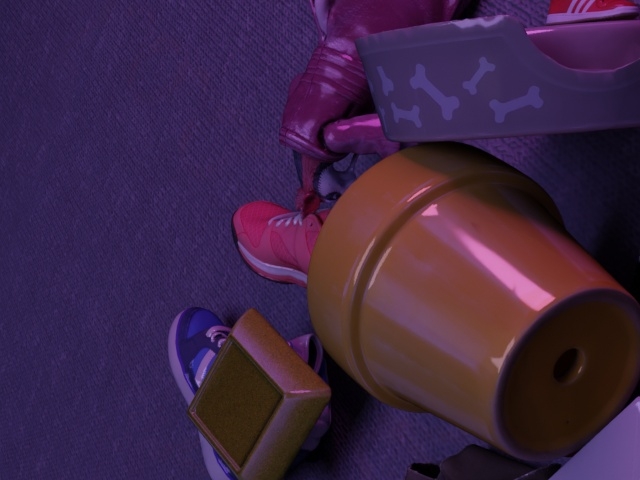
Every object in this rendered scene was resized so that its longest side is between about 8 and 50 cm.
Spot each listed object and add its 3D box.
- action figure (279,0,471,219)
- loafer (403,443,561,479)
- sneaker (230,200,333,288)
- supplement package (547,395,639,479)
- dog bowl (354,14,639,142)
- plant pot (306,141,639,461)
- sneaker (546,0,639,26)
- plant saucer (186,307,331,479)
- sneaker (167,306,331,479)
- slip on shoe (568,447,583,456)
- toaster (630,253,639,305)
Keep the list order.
[{"bbox_3d":[0.036,-0.202,1.329,0.248,0.276,0.370,21,89,45],"label":"action figure"},{"bbox_3d":[0.170,0.270,1.225,0.251,0.094,0.087,-25,71,48],"label":"loafer"},{"bbox_3d":[0.001,0.000,1.438,0.314,0.116,0.136,34,132,40],"label":"sneaker"},{"bbox_3d":[0.313,0.245,0.958,0.194,0.203,0.149,-54,48,34],"label":"supplement package"},{"bbox_3d":[0.209,-0.154,1.041,0.349,0.349,0.102,3,100,52],"label":"dog bowl"},{"bbox_3d":[0.151,0.065,0.990,0.239,0.254,0.254,38,115,53],"label":"plant pot"},{"bbox_3d":[0.288,-0.263,1.177,0.118,0.042,0.067,9,96,54],"label":"sneaker"},{"bbox_3d":[-0.095,0.211,1.428,0.188,0.045,0.188,43,111,37],"label":"plant saucer"},{"bbox_3d":[-0.083,0.173,1.552,0.236,0.130,0.323,-44,47,27],"label":"sneaker"},{"bbox_3d":[0.210,0.117,1.189,0.123,0.101,0.331,-52,33,14],"label":"slip on shoe"},{"bbox_3d":[0.375,0.012,0.980,0.186,0.110,0.168,34,112,48],"label":"toaster"}]
